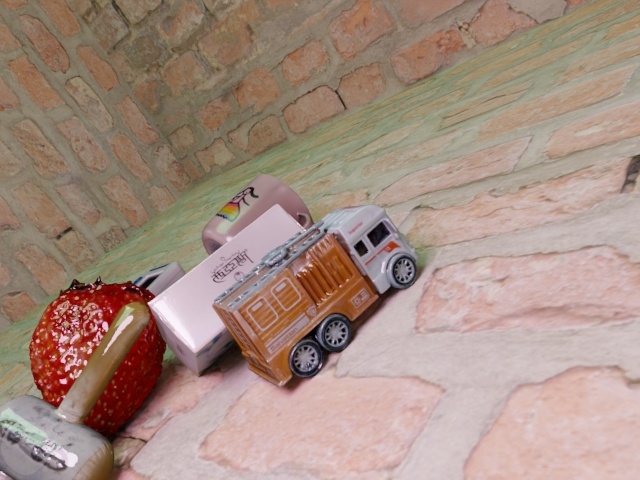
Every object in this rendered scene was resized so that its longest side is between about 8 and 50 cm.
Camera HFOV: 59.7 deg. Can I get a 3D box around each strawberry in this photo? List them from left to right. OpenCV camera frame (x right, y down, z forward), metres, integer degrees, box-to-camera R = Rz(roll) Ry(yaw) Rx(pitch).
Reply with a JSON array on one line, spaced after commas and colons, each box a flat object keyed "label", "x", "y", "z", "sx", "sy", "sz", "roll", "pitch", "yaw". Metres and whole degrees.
[{"label": "strawberry", "x": -0.402, "y": 0.228, "z": 1.022, "sx": 0.239, "sy": 0.250, "sz": 0.288, "roll": -10, "pitch": 44, "yaw": -3}]

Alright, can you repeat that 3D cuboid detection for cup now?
[{"label": "cup", "x": -0.130, "y": -0.013, "z": 1.267, "sx": 0.253, "sy": 0.191, "sz": 0.200, "roll": 13, "pitch": 49, "yaw": 46}]

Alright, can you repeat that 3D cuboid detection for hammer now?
[{"label": "hammer", "x": -0.360, "y": 0.228, "z": 0.855, "sx": 0.305, "sy": 0.202, "sz": 0.113, "roll": -62, "pitch": -13, "yaw": -16}]

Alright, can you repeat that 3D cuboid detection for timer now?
[{"label": "timer", "x": -0.505, "y": 0.170, "z": 1.583, "sx": 0.178, "sy": 0.078, "sz": 0.253, "roll": -15, "pitch": 25, "yaw": 38}]

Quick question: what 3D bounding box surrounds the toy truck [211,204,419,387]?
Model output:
[{"label": "toy truck", "x": -0.005, "y": 0.063, "z": 0.849, "sx": 0.305, "sy": 0.162, "sz": 0.136, "roll": -39, "pitch": 18, "yaw": -22}]

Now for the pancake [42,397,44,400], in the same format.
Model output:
[{"label": "pancake", "x": -0.575, "y": 0.360, "z": 1.225, "sx": 0.242, "sy": 0.050, "sz": 0.242, "roll": -30, "pitch": 18, "yaw": 11}]

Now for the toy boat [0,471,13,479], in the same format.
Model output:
[{"label": "toy boat", "x": -0.563, "y": 0.406, "z": 0.957, "sx": 0.269, "sy": 0.141, "sz": 0.141, "roll": -25, "pitch": 18, "yaw": 29}]

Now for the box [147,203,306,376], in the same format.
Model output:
[{"label": "box", "x": -0.145, "y": 0.091, "z": 0.973, "sx": 0.274, "sy": 0.116, "sz": 0.203, "roll": -40, "pitch": -13, "yaw": -24}]
